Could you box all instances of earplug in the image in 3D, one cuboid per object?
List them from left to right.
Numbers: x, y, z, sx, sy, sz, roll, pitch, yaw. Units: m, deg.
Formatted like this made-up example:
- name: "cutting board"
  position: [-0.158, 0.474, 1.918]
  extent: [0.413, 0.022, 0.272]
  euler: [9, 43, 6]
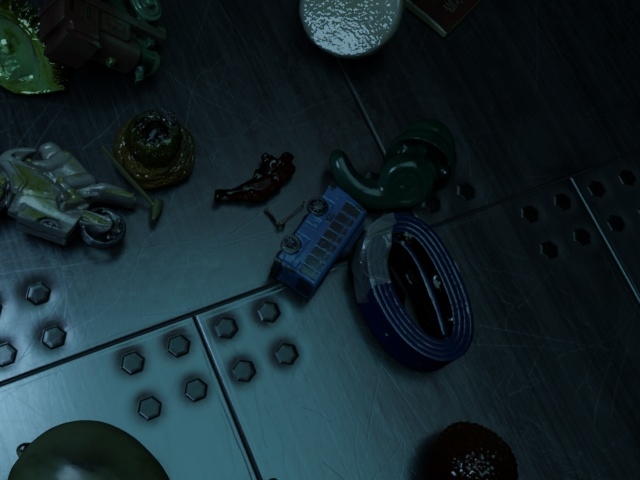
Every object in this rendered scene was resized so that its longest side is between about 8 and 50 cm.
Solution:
- name: "earplug"
  position: [0.189, -0.182, 1.936]
  extent: [0.257, 0.164, 0.280]
  euler: [11, 47, 32]

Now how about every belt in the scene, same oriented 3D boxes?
- name: "belt"
  position: [0.197, 0.115, 1.819]
  extent: [0.212, 0.117, 0.347]
  euler: [-18, 75, -20]

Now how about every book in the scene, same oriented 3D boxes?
- name: "book"
  position: [0.262, -0.734, 2.214]
  extent: [0.374, 0.028, 0.262]
  euler: [40, 65, 5]

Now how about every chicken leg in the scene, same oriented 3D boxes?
- name: "chicken leg"
  position: [-0.140, -0.134, 1.878]
  extent: [0.219, 0.048, 0.089]
  euler: [-40, 79, -23]

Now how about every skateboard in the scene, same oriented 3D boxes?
- name: "skateboard"
  position: [-0.078, -0.071, 1.880]
  extent: [0.083, 0.032, 0.064]
  euler: [-38, 71, -20]

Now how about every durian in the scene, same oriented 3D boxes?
- name: "durian"
  position: [-0.733, -0.463, 1.870]
  extent: [0.394, 0.163, 0.198]
  euler: [19, 105, 0]

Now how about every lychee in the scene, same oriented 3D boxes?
- name: "lychee"
  position: [0.303, 0.463, 1.671]
  extent: [0.194, 0.194, 0.194]
  euler: [4, 68, -11]

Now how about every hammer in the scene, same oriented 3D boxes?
- name: "hammer"
  position: [-0.406, -0.122, 1.762]
  extent: [0.195, 0.028, 0.060]
  euler: [51, 27, -28]

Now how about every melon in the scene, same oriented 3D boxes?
- name: "melon"
  position: [-0.408, 0.454, 1.476]
  extent: [0.308, 0.272, 0.272]
  euler: [13, 67, -10]

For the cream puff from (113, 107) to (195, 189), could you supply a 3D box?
- name: "cream puff"
  position: [-0.357, -0.218, 1.798]
  extent: [0.183, 0.169, 0.183]
  euler: [4, 68, -9]

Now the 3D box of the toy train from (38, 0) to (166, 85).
- name: "toy train"
  position: [-0.473, -0.468, 1.836]
  extent: [0.304, 0.150, 0.222]
  euler: [17, 57, -43]

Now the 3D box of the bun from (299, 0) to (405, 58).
- name: "bun"
  position: [0.088, -0.572, 2.048]
  extent: [0.263, 0.175, 0.263]
  euler: [1, 96, 14]

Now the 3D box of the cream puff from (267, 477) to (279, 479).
- name: "cream puff"
  position: [-0.112, 0.633, 1.483]
  extent: [0.378, 0.276, 0.378]
  euler: [2, 39, -2]

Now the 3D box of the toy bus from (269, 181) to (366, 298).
- name: "toy bus"
  position: [0.000, 0.000, 1.821]
  extent: [0.133, 0.116, 0.234]
  euler: [33, 67, 5]

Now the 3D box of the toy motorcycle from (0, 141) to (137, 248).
- name: "toy motorcycle"
  position: [-0.560, -0.104, 1.744]
  extent: [0.340, 0.108, 0.223]
  euler: [19, 55, -11]
